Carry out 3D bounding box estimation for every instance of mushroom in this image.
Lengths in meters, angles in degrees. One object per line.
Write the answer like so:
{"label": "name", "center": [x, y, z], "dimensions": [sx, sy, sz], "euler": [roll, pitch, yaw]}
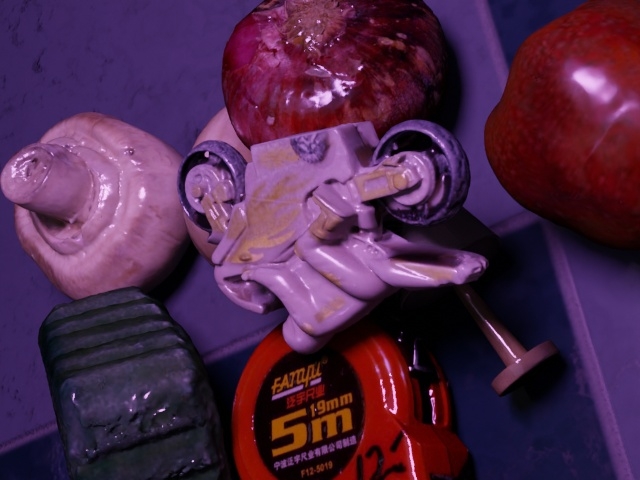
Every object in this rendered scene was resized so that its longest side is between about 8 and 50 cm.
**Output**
{"label": "mushroom", "center": [-0.290, -0.046, 1.310], "dimensions": [0.260, 0.234, 0.254], "euler": [-23, 69, 31]}

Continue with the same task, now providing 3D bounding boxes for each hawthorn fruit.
{"label": "hawthorn fruit", "center": [0.267, -0.087, 0.908], "dimensions": [0.208, 0.208, 0.248], "euler": [-55, 45, 13]}

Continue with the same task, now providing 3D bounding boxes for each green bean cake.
{"label": "green bean cake", "center": [-0.202, 0.230, 1.180], "dimensions": [0.308, 0.169, 0.300], "euler": [-143, 43, -65]}

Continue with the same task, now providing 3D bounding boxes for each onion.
{"label": "onion", "center": [0.018, -0.172, 1.133], "dimensions": [0.246, 0.190, 0.246], "euler": [-6, 60, 12]}

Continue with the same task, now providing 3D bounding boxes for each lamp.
{"label": "lamp", "center": [0.138, 0.047, 1.035], "dimensions": [0.121, 0.121, 0.215], "euler": [-44, 70, 21]}

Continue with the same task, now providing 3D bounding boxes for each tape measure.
{"label": "tape measure", "center": [0.028, 0.192, 1.085], "dimensions": [0.253, 0.114, 0.261], "euler": [-24, 61, 31]}

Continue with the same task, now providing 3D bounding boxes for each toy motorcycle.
{"label": "toy motorcycle", "center": [0.000, 0.000, 1.007], "dimensions": [0.340, 0.107, 0.223], "euler": [-5, 98, 38]}

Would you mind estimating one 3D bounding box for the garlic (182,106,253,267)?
{"label": "garlic", "center": [-0.082, -0.060, 1.239], "dimensions": [0.164, 0.145, 0.245], "euler": [-11, 67, 2]}
